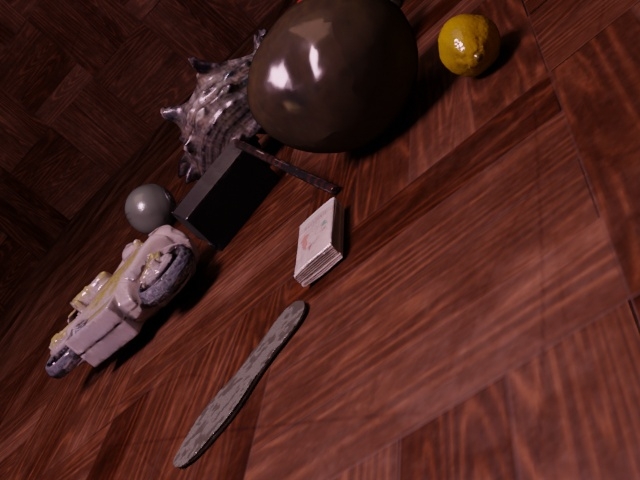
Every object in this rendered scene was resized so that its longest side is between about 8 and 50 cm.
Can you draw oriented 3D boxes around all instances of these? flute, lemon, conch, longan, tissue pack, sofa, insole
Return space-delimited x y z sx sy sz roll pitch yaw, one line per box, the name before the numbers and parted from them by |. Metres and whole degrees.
flute | -0.051 -0.099 1.031 0.014 0.014 0.269 -51 36 -6
lemon | 0.154 -0.203 0.826 0.065 0.065 0.092 -40 20 23
conch | -0.141 -0.210 1.356 0.313 0.186 0.241 -62 -13 17
longan | 0.017 -0.193 0.927 0.212 0.198 0.198 -42 19 30
tissue pack | 0.000 0.000 0.824 0.056 0.023 0.108 -40 20 23
sofa | -0.139 -0.067 1.168 0.147 0.085 0.060 -53 36 -10
insole | -0.075 0.134 0.752 0.193 0.006 0.065 -52 18 -12

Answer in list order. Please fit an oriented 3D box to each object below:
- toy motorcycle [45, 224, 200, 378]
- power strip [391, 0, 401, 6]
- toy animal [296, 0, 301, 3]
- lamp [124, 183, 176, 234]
toy motorcycle | -0.286 0.076 1.191 0.341 0.108 0.223 -36 22 29
power strip | 0.103 -0.445 1.457 0.080 0.048 0.286 -42 21 22
toy animal | 0.022 -0.273 1.138 0.171 0.171 0.197 -34 31 37
lamp | -0.341 -0.063 1.606 0.105 0.105 0.105 -42 19 18
